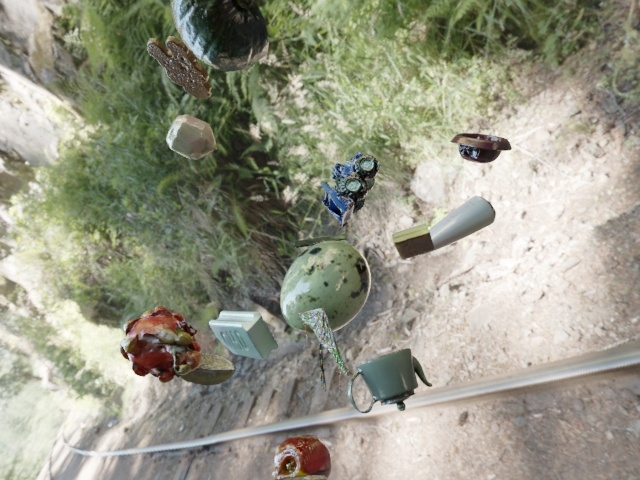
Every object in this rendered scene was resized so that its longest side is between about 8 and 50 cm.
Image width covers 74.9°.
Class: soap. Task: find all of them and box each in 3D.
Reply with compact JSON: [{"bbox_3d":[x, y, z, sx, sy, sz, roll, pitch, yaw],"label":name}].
[{"bbox_3d":[-0.312,0.374,1.669,0.290,0.172,0.095,-9,23,49],"label":"soap"}]

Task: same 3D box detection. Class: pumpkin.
[{"bbox_3d":[-0.304,-0.629,1.200,0.197,0.293,0.263,-40,19,-17],"label":"pumpkin"}]

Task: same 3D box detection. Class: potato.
[{"bbox_3d":[-0.518,0.574,1.856,0.120,0.261,0.100,-128,52,-60],"label":"potato"}]

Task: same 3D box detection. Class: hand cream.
[{"bbox_3d":[0.450,-0.027,1.492,0.359,0.118,0.185,-32,-1,-3],"label":"hand cream"}]

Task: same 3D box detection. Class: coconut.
[{"bbox_3d":[-0.331,-0.267,1.093,0.110,0.125,0.110,-49,25,33],"label":"coconut"}]

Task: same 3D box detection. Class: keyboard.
[{"bbox_3d":[0.000,0.002,1.579,0.074,0.197,0.015,-105,7,-77],"label":"keyboard"}]

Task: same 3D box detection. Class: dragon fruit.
[{"bbox_3d":[-0.510,0.343,1.372,0.243,0.308,0.227,67,-141,-76],"label":"dragon fruit"}]

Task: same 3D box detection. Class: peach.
[{"bbox_3d":[-0.038,0.781,1.488,0.154,0.267,0.158,-22,47,25],"label":"peach"}]

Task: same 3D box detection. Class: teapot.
[{"bbox_3d":[0.186,0.389,1.129,0.162,0.239,0.148,125,130,-61],"label":"teapot"}]

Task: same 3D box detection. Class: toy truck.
[{"bbox_3d":[0.076,-0.149,1.193,0.208,0.126,0.113,-62,-9,-19],"label":"toy truck"}]

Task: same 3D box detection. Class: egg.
[{"bbox_3d":[0.015,0.162,1.439,0.379,0.287,0.288,-40,4,-36],"label":"egg"}]

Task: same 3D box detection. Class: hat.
[{"bbox_3d":[0.532,-0.304,1.398,0.205,0.206,0.089,-102,17,-67],"label":"hat"}]

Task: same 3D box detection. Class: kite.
[{"bbox_3d":[-0.001,0.229,0.883,0.198,0.006,0.244,41,140,44],"label":"kite"}]

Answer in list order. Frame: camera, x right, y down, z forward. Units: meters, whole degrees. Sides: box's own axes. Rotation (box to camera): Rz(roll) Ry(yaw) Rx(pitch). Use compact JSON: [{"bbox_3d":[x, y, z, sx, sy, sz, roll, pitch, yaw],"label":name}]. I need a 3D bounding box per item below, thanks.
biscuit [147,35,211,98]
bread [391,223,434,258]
[{"bbox_3d":[-0.538,-0.676,1.648,0.295,0.186,0.044,58,-135,-60],"label":"biscuit"},{"bbox_3d":[0.231,0.004,1.040,0.090,0.094,0.035,-20,55,13],"label":"bread"}]
